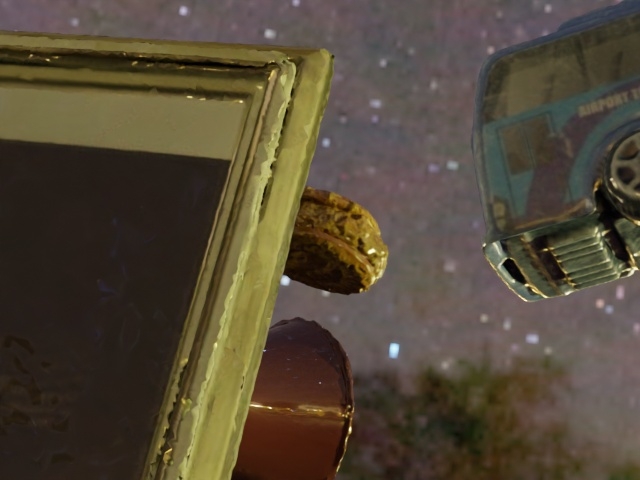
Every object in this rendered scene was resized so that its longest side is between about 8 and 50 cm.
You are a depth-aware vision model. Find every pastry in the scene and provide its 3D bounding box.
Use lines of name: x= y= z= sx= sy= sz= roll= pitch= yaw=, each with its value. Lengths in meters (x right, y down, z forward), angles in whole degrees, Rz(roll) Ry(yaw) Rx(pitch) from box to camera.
pastry: x=0.000 y=0.000 z=1.275 sx=0.109 sy=0.057 sz=0.097 roll=13 pitch=-19 yaw=11

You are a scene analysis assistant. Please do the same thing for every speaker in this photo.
speaker: x=-0.151 y=0.183 z=1.452 sx=0.329 sy=0.259 sz=0.198 roll=7 pitch=-10 yaw=-37

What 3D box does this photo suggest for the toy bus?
toy bus: x=0.168 y=-0.048 z=0.561 sx=0.236 sy=0.094 sz=0.079 roll=-16 pitch=-31 yaw=16

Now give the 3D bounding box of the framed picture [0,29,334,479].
framed picture: x=-0.158 y=0.032 z=0.461 sx=0.293 sy=0.231 sz=0.018 roll=5 pitch=-25 yaw=19
